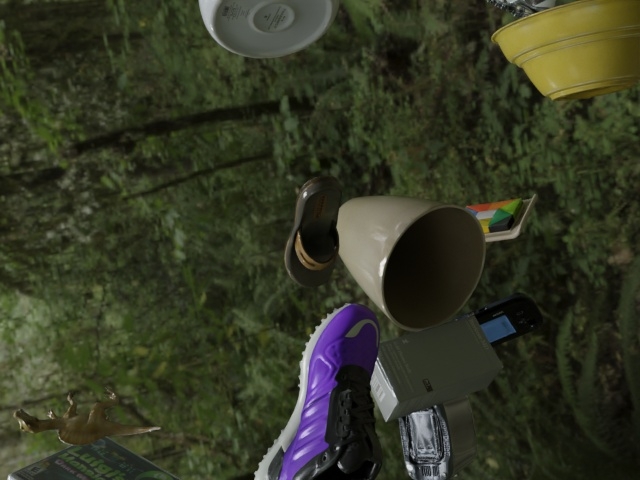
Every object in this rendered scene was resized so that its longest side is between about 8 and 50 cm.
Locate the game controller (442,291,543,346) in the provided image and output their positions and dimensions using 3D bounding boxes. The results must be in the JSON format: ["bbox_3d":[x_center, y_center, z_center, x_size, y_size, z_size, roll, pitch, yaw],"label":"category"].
[{"bbox_3d":[0.365,0.219,1.777,0.166,0.319,0.067,41,-153,-56],"label":"game controller"}]

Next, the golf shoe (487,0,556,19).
[{"bbox_3d":[0.382,-0.476,1.433,0.198,0.077,0.094,48,122,45],"label":"golf shoe"}]

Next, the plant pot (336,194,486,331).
[{"bbox_3d":[0.148,0.011,1.526,0.274,0.256,0.257,32,133,52],"label":"plant pot"}]

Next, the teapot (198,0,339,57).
[{"bbox_3d":[-0.094,-0.443,1.266,0.252,0.255,0.187,36,-143,-59],"label":"teapot"}]

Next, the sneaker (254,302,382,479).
[{"bbox_3d":[0.031,0.226,0.928,0.146,0.102,0.294,9,74,53],"label":"sneaker"}]

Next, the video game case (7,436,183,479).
[{"bbox_3d":[-0.284,0.330,1.001,0.190,0.173,0.022,21,103,22],"label":"video game case"}]

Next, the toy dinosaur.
[{"bbox_3d":[-0.284,0.231,0.944,0.093,0.183,0.053,-90,4,-71],"label":"toy dinosaur"}]

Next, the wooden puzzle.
[{"bbox_3d":[0.423,-0.051,1.921,0.238,0.221,0.044,-14,109,33],"label":"wooden puzzle"}]

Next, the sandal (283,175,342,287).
[{"bbox_3d":[0.000,0.000,1.126,0.060,0.089,0.219,57,148,37],"label":"sandal"}]

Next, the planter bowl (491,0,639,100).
[{"bbox_3d":[0.319,-0.218,0.889,0.217,0.217,0.091,180,81,-74],"label":"planter bowl"}]

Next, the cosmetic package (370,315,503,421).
[{"bbox_3d":[0.212,0.243,1.438,0.107,0.237,0.127,104,144,-54],"label":"cosmetic package"}]

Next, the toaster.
[{"bbox_3d":[0.264,0.421,1.681,0.129,0.146,0.227,-15,81,39],"label":"toaster"}]
